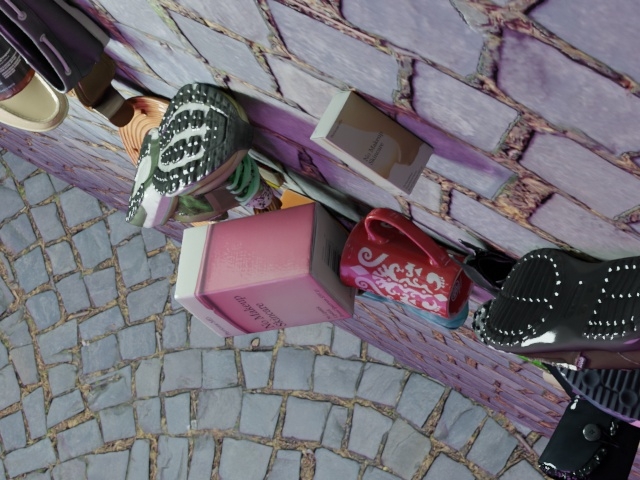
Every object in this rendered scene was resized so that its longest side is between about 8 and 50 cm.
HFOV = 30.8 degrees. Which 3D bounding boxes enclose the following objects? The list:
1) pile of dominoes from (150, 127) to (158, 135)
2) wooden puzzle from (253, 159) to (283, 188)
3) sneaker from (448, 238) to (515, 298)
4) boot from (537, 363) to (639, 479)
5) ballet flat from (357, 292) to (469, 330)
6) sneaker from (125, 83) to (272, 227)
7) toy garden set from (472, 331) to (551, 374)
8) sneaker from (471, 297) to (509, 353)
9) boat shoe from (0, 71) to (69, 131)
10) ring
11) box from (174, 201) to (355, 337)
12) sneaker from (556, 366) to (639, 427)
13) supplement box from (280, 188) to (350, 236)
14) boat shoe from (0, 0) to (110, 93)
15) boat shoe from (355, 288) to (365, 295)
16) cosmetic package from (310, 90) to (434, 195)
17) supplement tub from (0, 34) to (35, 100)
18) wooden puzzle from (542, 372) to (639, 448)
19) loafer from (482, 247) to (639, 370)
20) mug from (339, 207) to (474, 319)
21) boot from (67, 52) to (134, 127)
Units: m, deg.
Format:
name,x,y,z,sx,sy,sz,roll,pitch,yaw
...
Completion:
name,x,y,z,sx,sy,sz,roll,pitch,yaw
pile of dominoes,-0.199,-0.112,2.083,0.251,0.040,0.196,28,172,10
wooden puzzle,-0.094,-0.110,1.826,0.078,0.014,0.116,25,172,3
sneaker,0.242,0.054,1.525,0.170,0.051,0.089,32,175,0
boot,0.371,0.250,1.734,0.246,0.207,0.094,27,172,18
ballet flat,0.128,0.065,1.893,0.247,0.087,0.083,20,-152,10
sneaker,-0.140,-0.103,1.608,0.182,0.158,0.410,11,169,-20
toy garden set,0.377,0.191,1.922,0.244,0.049,0.204,26,177,-13
sneaker,0.306,0.116,1.474,0.234,0.078,0.106,-3,161,39
boat shoe,-0.585,-0.299,1.980,0.341,0.121,0.110,32,172,-11
ring,-0.182,-0.103,1.824,0.336,0.032,0.336,32,154,18
box,-0.078,0.048,1.741,0.232,0.127,0.148,-12,146,25
sneaker,0.462,0.219,1.570,0.319,0.112,0.131,28,169,21
supplement box,0.000,0.000,1.951,0.080,0.078,0.233,23,170,29
boat shoe,-0.397,-0.297,1.420,0.112,0.095,0.335,21,169,45
boat shoe,0.060,0.050,1.820,0.223,0.073,0.080,2,161,20
cosmetic package,0.054,-0.100,1.203,0.115,0.060,0.041,31,171,-22
supplement tub,-0.504,-0.301,1.689,0.106,0.106,0.198,24,157,36
wooden puzzle,0.551,0.319,2.153,0.238,0.044,0.221,41,167,-37
loafer,0.302,0.097,1.281,0.130,0.134,0.366,32,172,-16
mug,0.121,0.037,1.647,0.169,0.113,0.150,22,171,25
boot,-0.366,-0.252,1.710,0.152,0.073,0.197,37,165,25
